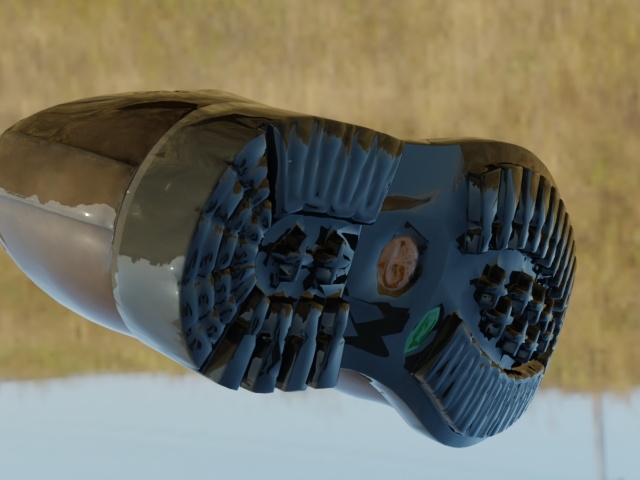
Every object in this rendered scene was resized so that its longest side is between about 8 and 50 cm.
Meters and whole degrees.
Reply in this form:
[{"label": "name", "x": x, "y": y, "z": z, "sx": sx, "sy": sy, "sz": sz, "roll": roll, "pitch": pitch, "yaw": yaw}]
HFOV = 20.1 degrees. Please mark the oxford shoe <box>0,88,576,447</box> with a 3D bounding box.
[{"label": "oxford shoe", "x": 0.000, "y": 0.000, "z": 0.481, "sx": 0.096, "sy": 0.082, "sz": 0.227, "roll": 18, "pitch": 177, "yaw": 33}]
